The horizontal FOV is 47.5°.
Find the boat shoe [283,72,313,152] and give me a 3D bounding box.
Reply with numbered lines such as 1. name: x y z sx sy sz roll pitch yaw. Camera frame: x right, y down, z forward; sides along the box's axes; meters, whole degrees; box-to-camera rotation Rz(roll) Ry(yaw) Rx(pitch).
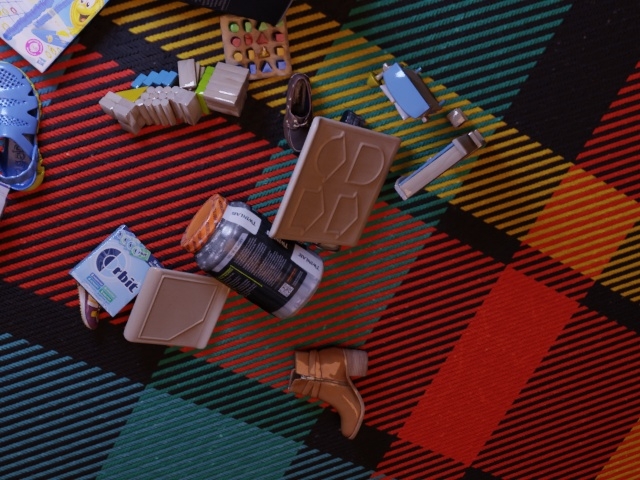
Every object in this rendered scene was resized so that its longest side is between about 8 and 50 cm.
1. boat shoe: -0.056 -0.320 1.847 0.073 0.073 0.206 -6 112 -10

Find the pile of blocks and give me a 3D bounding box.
1. pile of blocks: -0.345 -0.345 1.778 0.363 0.148 0.112 -6 154 1

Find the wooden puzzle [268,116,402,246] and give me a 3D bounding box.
1. wooden puzzle: 0.031 -0.147 1.861 0.348 0.080 0.322 4 115 -47

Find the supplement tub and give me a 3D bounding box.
1. supplement tub: -0.176 0.039 1.879 0.338 0.207 0.207 36 99 -21

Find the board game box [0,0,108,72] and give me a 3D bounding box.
1. board game box: -0.640 -0.593 1.625 0.302 0.086 0.308 -45 111 7

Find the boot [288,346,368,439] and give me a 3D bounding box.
1. boot: 0.017 0.446 2.114 0.220 0.109 0.283 2 107 -13

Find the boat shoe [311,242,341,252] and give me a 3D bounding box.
1. boat shoe: 0.000 0.000 1.990 0.125 0.038 0.046 27 102 -19

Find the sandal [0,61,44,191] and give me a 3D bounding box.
1. sandal: -0.721 -0.257 1.705 0.126 0.138 0.317 -8 109 -6

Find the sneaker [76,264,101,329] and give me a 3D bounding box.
1. sneaker: -0.588 0.148 1.912 0.084 0.069 0.185 -6 112 -8

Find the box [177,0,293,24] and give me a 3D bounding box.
1. box: -0.237 -0.678 1.560 0.396 0.212 0.293 10 85 -14

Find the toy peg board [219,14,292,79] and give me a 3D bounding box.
1. toy peg board: -0.153 -0.471 1.769 0.161 0.079 0.160 -9 111 -7

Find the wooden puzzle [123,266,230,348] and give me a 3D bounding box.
1. wooden puzzle: -0.385 0.183 1.955 0.239 0.044 0.220 15 107 -34

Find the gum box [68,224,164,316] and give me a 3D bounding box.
1. gum box: -0.525 0.077 1.877 0.184 0.041 0.157 -46 113 -18

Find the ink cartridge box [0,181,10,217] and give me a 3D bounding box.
1. ink cartridge box: -0.870 -0.045 1.756 0.165 0.065 0.332 26 116 -18

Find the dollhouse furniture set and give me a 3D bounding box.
1. dollhouse furniture set: 0.236 -0.299 1.876 0.198 0.286 0.303 -37 87 26

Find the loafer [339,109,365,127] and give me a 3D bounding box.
1. loafer: 0.063 -0.253 1.901 0.061 0.062 0.170 20 106 -22
